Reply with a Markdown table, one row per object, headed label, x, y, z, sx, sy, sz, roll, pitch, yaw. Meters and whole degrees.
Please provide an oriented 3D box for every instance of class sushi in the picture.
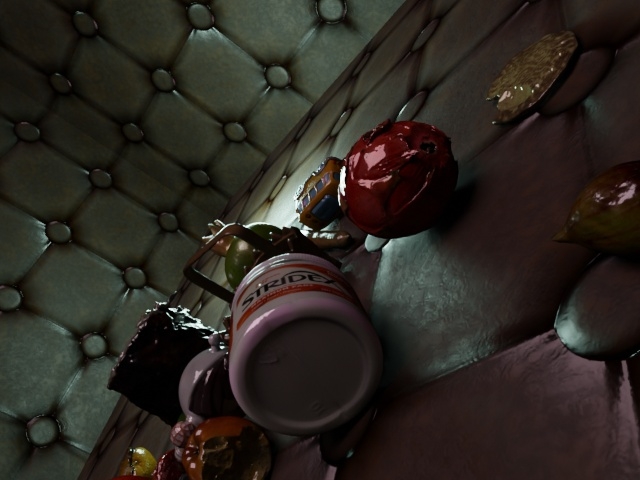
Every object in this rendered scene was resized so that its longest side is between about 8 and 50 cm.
| label | x | y | z | sx | sy | sz | roll | pitch | yaw |
| --- | --- | --- | --- | --- | --- | --- | --- | --- | --- |
| sushi | -0.379 | 0.333 | 1.510 | 0.281 | 0.294 | 0.299 | -57 | 4 | -25 |

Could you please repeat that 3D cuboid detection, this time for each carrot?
| label | x | y | z | sx | sy | sz | roll | pitch | yaw |
| --- | --- | --- | --- | --- | --- | --- | --- | --- | --- |
| carrot | 0.001 | 0.000 | 1.565 | 0.070 | 0.070 | 0.342 | -59 | 19 | -12 |

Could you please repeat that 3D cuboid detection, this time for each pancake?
| label | x | y | z | sx | sy | sz | roll | pitch | yaw |
| --- | --- | --- | --- | --- | --- | --- | --- | --- | --- |
| pancake | 0.407 | -0.322 | 1.112 | 0.212 | 0.029 | 0.235 | -40 | 23 | 39 |

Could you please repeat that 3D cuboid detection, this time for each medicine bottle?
| label | x | y | z | sx | sy | sz | roll | pitch | yaw |
| --- | --- | --- | --- | --- | --- | --- | --- | --- | --- |
| medicine bottle | -0.035 | 0.176 | 1.008 | 0.253 | 0.252 | 0.241 | -53 | 17 | 8 |

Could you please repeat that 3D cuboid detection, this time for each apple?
| label | x | y | z | sx | sy | sz | roll | pitch | yaw |
| --- | --- | --- | --- | --- | --- | --- | --- | --- | --- |
| apple | -0.186 | 0.424 | 1.119 | 0.156 | 0.158 | 0.147 | -59 | 16 | -3 |

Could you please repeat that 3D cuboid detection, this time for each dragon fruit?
| label | x | y | z | sx | sy | sz | roll | pitch | yaw |
| --- | --- | --- | --- | --- | --- | --- | --- | --- | --- |
| dragon fruit | -0.410 | 0.621 | 1.504 | 0.106 | 0.083 | 0.162 | -46 | 22 | 36 |
| dragon fruit | 0.149 | -0.118 | 1.115 | 0.252 | 0.241 | 0.241 | -21 | 35 | 37 |

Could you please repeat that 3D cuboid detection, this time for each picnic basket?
| label | x | y | z | sx | sy | sz | roll | pitch | yaw |
| --- | --- | --- | --- | --- | --- | --- | --- | --- | --- |
| picnic basket | -0.139 | 0.104 | 1.328 | 0.254 | 0.321 | 0.291 | -33 | 30 | 44 |

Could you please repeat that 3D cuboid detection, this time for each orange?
| label | x | y | z | sx | sy | sz | roll | pitch | yaw |
| --- | --- | --- | --- | --- | --- | --- | --- | --- | --- |
| orange | -0.523 | 0.682 | 1.640 | 0.160 | 0.112 | 0.170 | -176 | 86 | -64 |

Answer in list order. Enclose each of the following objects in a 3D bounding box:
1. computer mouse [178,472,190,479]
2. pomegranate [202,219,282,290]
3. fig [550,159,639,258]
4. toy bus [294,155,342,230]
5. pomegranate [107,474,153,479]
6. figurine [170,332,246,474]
| label | x | y | z | sx | sy | sz | roll | pitch | yaw |
| --- | --- | --- | --- | --- | --- | --- | --- | --- | --- |
| computer mouse | -0.300 | 0.616 | 1.231 | 0.126 | 0.071 | 0.231 | 124 | 161 | -50 |
| pomegranate | -0.213 | 0.044 | 1.678 | 0.236 | 0.301 | 0.236 | -63 | -9 | -17 |
| fig | 0.332 | -0.025 | 0.643 | 0.154 | 0.103 | 0.109 | -31 | 6 | 37 |
| toy bus | 0.015 | -0.125 | 1.660 | 0.209 | 0.126 | 0.136 | -45 | 28 | 30 |
| pomegranate | -0.458 | 0.677 | 1.321 | 0.221 | 0.220 | 0.257 | -132 | 50 | -73 |
| figurine | -0.248 | 0.381 | 1.294 | 0.281 | 0.167 | 0.370 | -25 | -37 | -53 |
